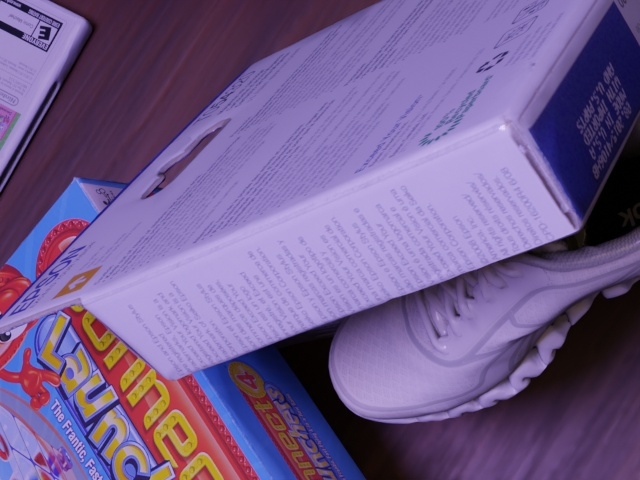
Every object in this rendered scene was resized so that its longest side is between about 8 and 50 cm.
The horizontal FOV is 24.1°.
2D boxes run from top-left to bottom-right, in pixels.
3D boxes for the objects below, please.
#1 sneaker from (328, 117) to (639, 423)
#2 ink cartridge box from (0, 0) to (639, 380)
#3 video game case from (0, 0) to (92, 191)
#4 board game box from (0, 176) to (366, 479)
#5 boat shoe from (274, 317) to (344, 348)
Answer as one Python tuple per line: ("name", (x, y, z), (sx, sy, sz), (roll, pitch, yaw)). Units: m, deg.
("sneaker", (0.102, 0.010, 0.780), (0.292, 0.118, 0.110), (-35, 67, 31))
("ink cartridge box", (0.030, -0.058, 0.793), (0.330, 0.324, 0.071), (-22, 110, 37))
("video game case", (-0.301, -0.119, 1.102), (0.212, 0.023, 0.193), (27, 85, 15))
("board game box", (-0.133, 0.175, 0.896), (0.302, 0.086, 0.308), (-48, 62, 22))
("boat shoe", (0.000, 0.000, 0.959), (0.335, 0.121, 0.119), (-13, 80, 12))
